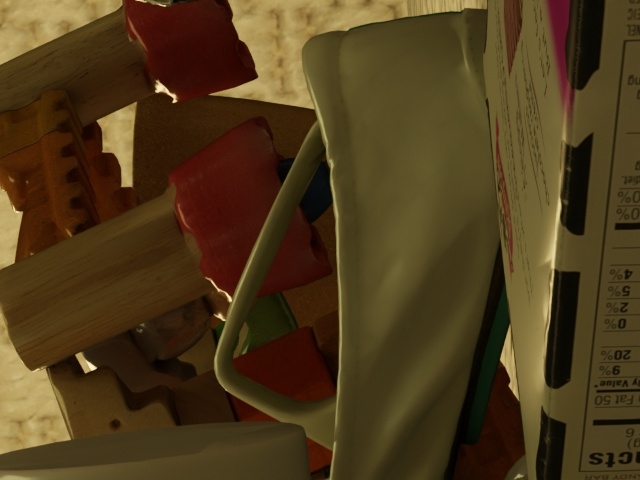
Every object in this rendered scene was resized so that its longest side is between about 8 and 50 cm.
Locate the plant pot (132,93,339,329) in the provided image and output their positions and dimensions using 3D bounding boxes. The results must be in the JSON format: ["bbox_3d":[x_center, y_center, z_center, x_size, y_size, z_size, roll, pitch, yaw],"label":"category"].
[{"bbox_3d":[0.000,0.000,1.403,0.237,0.254,0.237,-3,-90,-89],"label":"plant pot"}]

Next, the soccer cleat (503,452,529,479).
[{"bbox_3d":[0.096,0.144,0.786,0.076,0.068,0.196,-87,-8,-51],"label":"soccer cleat"}]

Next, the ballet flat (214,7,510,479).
[{"bbox_3d":[0.014,0.095,0.827,0.139,0.139,0.400,-88,6,-83],"label":"ballet flat"}]

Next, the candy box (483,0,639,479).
[{"bbox_3d":[0.076,-0.070,0.400,0.233,0.071,0.159,87,-179,-50],"label":"candy box"}]

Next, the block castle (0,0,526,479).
[{"bbox_3d":[-0.008,0.082,1.108,0.303,0.213,0.453,-110,-4,-57],"label":"block castle"}]

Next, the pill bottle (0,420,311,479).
[{"bbox_3d":[-0.049,0.235,0.704,0.181,0.181,0.323,18,-114,-89],"label":"pill bottle"}]

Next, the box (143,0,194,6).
[{"bbox_3d":[0.006,-0.233,0.670,0.060,0.216,0.270,16,115,47],"label":"box"}]
